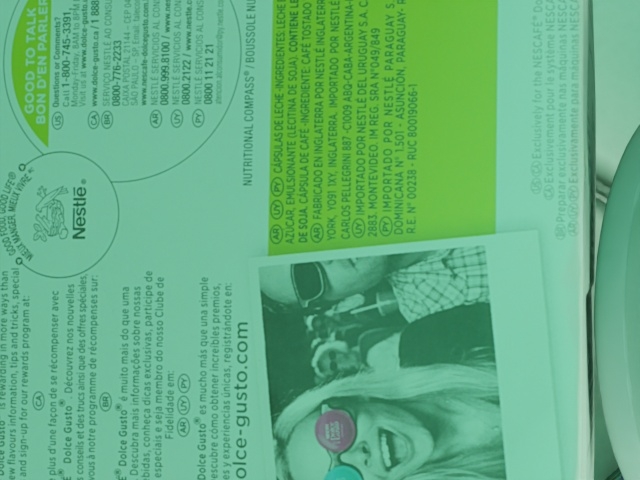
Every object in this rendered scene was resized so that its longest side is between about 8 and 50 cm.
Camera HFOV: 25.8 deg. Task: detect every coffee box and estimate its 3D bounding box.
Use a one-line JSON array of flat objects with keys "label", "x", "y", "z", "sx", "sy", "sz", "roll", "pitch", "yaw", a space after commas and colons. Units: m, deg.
[{"label": "coffee box", "x": 0.000, "y": 0.000, "z": 0.868, "sx": 0.334, "sy": 0.337, "sz": 0.338, "roll": 0, "pitch": 88, "yaw": 12}]

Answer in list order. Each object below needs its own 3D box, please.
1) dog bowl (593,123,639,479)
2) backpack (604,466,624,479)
[{"label": "dog bowl", "x": 0.262, "y": 0.044, "z": 0.795, "sx": 0.104, "sy": 0.265, "sz": 0.265, "roll": -1, "pitch": 87, "yaw": 39}, {"label": "backpack", "x": 0.269, "y": 0.233, "z": 0.979, "sx": 0.152, "sy": 0.115, "sz": 0.182, "roll": -35, "pitch": 84, "yaw": 4}]
